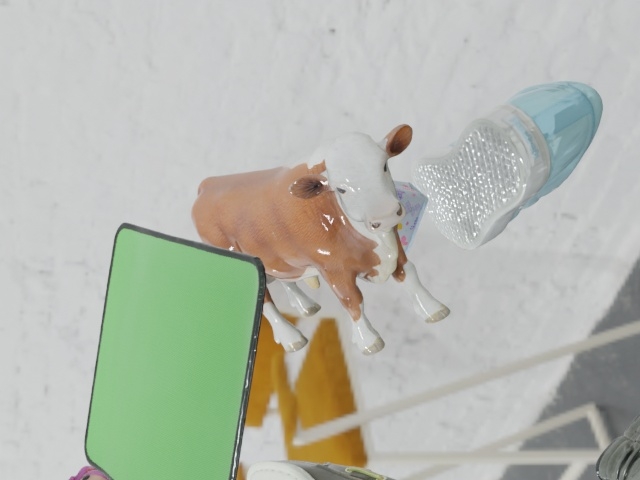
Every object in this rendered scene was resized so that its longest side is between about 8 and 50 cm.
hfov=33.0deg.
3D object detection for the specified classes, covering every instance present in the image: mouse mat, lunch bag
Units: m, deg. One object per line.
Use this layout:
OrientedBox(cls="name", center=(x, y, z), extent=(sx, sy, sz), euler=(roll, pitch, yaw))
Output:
OrientedBox(cls="mouse mat", center=(-0.086, 0.073, 0.593), extent=(0.189, 0.007, 0.153), euler=(13, 94, 58))
OrientedBox(cls="lunch bag", center=(0.054, -0.017, 1.055), extent=(0.053, 0.071, 0.083), euler=(45, 124, 54))

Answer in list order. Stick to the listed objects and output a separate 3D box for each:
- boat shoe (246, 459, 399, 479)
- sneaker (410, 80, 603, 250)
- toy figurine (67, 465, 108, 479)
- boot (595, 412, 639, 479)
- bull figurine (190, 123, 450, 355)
OrientedBox(cls="boat shoe", center=(0.037, 0.300, 1.174), extent=(0.305, 0.091, 0.109), euler=(8, 106, 48))
OrientedBox(cls="sneaker", center=(0.220, -0.085, 1.250), extent=(0.135, 0.150, 0.366), euler=(62, 166, 1))
OrientedBox(cls="toy figurine", center=(-0.202, 0.252, 0.957), extent=(0.159, 0.173, 0.130), euler=(-53, -27, -50))
OrientedBox(cls="boot", center=(0.464, 0.239, 1.366), extent=(0.246, 0.083, 0.161), euler=(-42, 21, 1))
OrientedBox(cls="bull figurine", center=(0.000, 0.000, 0.918), extent=(0.310, 0.101, 0.188), euler=(1, 120, 56))
